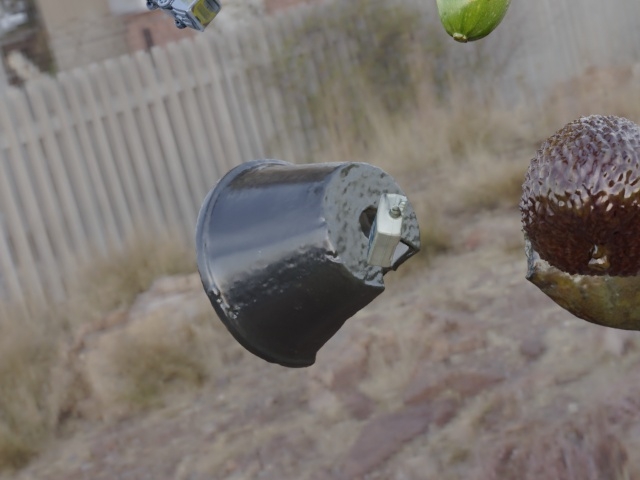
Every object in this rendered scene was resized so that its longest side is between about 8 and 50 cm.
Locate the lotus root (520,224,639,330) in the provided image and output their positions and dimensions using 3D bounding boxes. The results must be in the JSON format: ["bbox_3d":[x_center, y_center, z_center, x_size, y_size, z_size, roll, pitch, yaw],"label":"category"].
[{"bbox_3d":[0.486,0.022,2.031,0.314,0.210,0.142,8,-35,-16],"label":"lotus root"}]

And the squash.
[{"bbox_3d":[0.165,-0.293,1.331,0.095,0.188,0.095,15,-3,1],"label":"squash"}]

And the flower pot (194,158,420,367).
[{"bbox_3d":[0.000,0.000,2.176,0.379,0.379,0.251,-25,1,-43],"label":"flower pot"}]

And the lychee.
[{"bbox_3d":[0.314,-0.046,1.444,0.194,0.195,0.194,-15,11,3],"label":"lychee"}]

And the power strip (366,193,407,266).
[{"bbox_3d":[0.073,-0.010,1.435,0.030,0.048,0.191,8,-16,0],"label":"power strip"}]

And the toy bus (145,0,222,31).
[{"bbox_3d":[-0.237,-0.393,2.037,0.075,0.064,0.190,-48,50,-5],"label":"toy bus"}]
